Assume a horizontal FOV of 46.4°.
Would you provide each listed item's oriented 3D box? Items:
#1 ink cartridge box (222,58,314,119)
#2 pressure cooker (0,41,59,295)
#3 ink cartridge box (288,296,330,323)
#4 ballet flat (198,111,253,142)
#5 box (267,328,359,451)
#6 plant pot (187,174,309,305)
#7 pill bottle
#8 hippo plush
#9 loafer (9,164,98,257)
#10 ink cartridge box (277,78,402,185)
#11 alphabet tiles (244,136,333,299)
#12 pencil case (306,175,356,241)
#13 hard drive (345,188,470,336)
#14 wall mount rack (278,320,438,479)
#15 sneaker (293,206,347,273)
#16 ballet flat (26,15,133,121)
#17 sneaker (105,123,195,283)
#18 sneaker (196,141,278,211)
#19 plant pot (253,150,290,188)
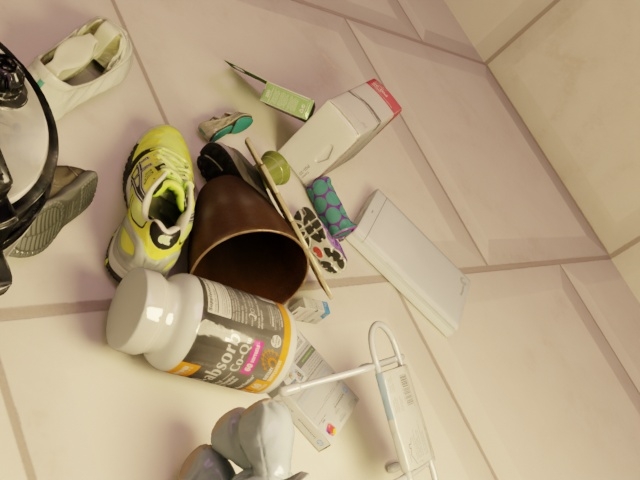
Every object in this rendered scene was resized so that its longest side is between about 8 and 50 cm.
[{"bbox_3d":[-0.127,-0.355,1.795,0.235,0.056,0.171,23,6,-1],"label":"ink cartridge box"},{"bbox_3d":[-0.508,-0.088,0.830,0.369,0.420,0.376,32,38,-26],"label":"pressure cooker"},{"bbox_3d":[-0.028,0.139,1.493,0.083,0.048,0.028,16,46,-40],"label":"ink cartridge box"},{"bbox_3d":[-0.211,-0.265,1.672,0.052,0.057,0.168,43,33,7],"label":"ballet flat"},{"bbox_3d":[-0.024,0.272,1.380,0.186,0.038,0.145,48,34,-2],"label":"box"},{"bbox_3d":[-0.156,-0.011,1.380,0.215,0.215,0.230,21,30,-36],"label":"plant pot"},{"bbox_3d":[-0.188,0.144,1.204,0.278,0.162,0.162,22,43,-35],"label":"pill bottle"},{"bbox_3d":[-0.044,0.376,1.065,0.236,0.294,0.234,39,56,-29],"label":"hippo plush"},{"bbox_3d":[-0.447,-0.054,1.182,0.087,0.094,0.251,22,26,3],"label":"loafer"},{"bbox_3d":[0.052,-0.270,1.839,0.117,0.207,0.283,50,34,1],"label":"ink cartridge box"},{"bbox_3d":[-0.066,-0.046,1.473,0.343,0.011,0.285,62,-3,-8],"label":"alphabet tiles"},{"bbox_3d":[0.026,-0.076,1.750,0.070,0.064,0.152,-14,68,-36],"label":"pencil case"},{"bbox_3d":[0.228,0.051,1.876,0.353,0.047,0.233,45,34,-9],"label":"hard drive"},{"bbox_3d":[0.083,0.330,1.319,0.304,0.130,0.350,1,70,-59],"label":"wall mount rack"},{"bbox_3d":[0.000,0.000,1.666,0.170,0.068,0.071,56,18,-6],"label":"sneaker"},{"bbox_3d":[-0.441,-0.350,1.422,0.139,0.139,0.400,41,34,-13],"label":"ballet flat"},{"bbox_3d":[-0.273,-0.084,1.342,0.145,0.147,0.385,26,39,-29],"label":"sneaker"},{"bbox_3d":[-0.142,-0.090,1.545,0.272,0.100,0.108,58,25,10],"label":"sneaker"},{"bbox_3d":[-0.122,-0.146,1.645,0.083,0.083,0.079,51,45,1],"label":"plant pot"}]
